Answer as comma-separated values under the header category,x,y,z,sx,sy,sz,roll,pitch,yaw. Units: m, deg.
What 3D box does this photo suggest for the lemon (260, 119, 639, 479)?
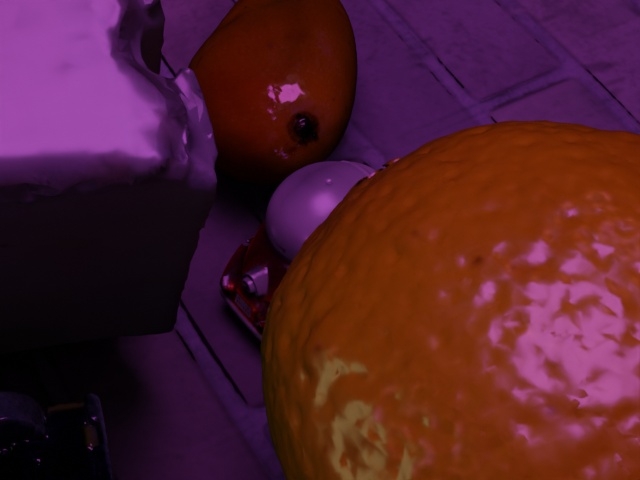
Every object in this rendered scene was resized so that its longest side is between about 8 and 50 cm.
category,x,y,z,sx,sy,sz,roll,pitch,yaw
lemon,0.126,0.097,0.741,0.336,0.336,0.336,1,51,-1

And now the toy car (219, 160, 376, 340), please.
category,x,y,z,sx,sy,sz,roll,pitch,yaw
toy car,0.000,0.000,0.944,0.139,0.112,0.112,-29,57,-24

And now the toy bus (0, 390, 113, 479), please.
category,x,y,z,sx,sy,sz,roll,pitch,yaw
toy bus,-0.245,0.184,0.763,0.262,0.150,0.128,-6,50,-13

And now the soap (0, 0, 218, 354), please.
category,x,y,z,sx,sy,sz,roll,pitch,yaw
soap,-0.217,-0.098,0.794,0.213,0.435,0.350,-15,75,-13

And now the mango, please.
category,x,y,z,sx,sy,sz,roll,pitch,yaw
mango,-0.038,-0.129,1.045,0.138,0.113,0.253,-33,28,21
